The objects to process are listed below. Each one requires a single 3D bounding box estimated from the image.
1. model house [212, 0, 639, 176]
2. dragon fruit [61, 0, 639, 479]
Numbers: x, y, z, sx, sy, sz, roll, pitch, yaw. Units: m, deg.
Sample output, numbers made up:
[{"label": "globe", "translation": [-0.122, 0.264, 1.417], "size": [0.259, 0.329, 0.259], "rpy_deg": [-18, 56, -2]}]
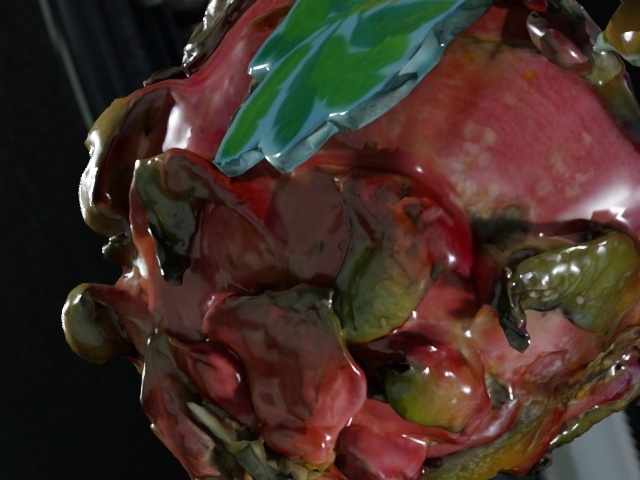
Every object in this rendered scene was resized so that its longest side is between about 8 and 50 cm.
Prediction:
[{"label": "model house", "translation": [0.125, -0.124, 0.628], "size": [0.242, 0.358, 0.312], "rpy_deg": [40, -28, -19]}, {"label": "dragon fruit", "translation": [0.000, 0.000, 0.885], "size": [0.296, 0.263, 0.314], "rpy_deg": [48, -13, 36]}]
